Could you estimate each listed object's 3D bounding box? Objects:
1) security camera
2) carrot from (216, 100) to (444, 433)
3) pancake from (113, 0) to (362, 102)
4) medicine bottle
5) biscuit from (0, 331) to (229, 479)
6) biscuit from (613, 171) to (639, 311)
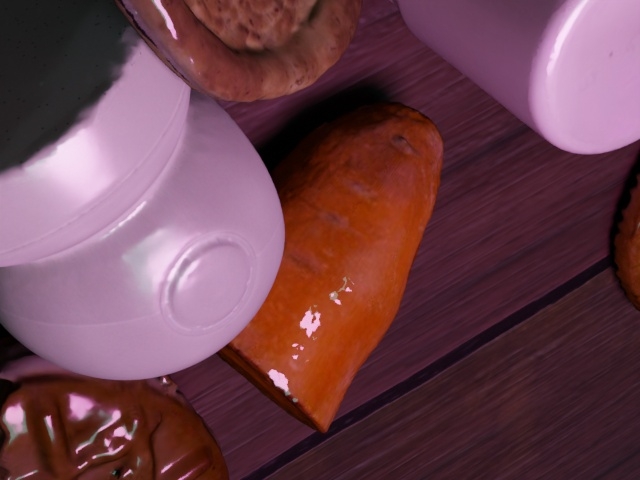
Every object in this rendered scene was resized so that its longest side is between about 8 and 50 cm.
[{"bbox_3d":[-0.127,-0.020,0.747,0.194,0.194,0.236,-38,133,-6],"label":"security camera"},{"bbox_3d":[0.000,0.000,0.914,0.225,0.159,0.159,-55,137,-7],"label":"carrot"},{"bbox_3d":[-0.046,-0.190,0.687,0.250,0.031,0.250,12,76,-59],"label":"pancake"},{"bbox_3d":[0.113,-0.163,0.778,0.139,0.237,0.139,-19,131,-23],"label":"medicine bottle"},{"bbox_3d":[-0.200,0.229,0.950,0.268,0.115,0.366,13,116,-42],"label":"biscuit"},{"bbox_3d":[0.402,-0.053,1.222,0.318,0.040,0.317,-19,131,-23],"label":"biscuit"}]
